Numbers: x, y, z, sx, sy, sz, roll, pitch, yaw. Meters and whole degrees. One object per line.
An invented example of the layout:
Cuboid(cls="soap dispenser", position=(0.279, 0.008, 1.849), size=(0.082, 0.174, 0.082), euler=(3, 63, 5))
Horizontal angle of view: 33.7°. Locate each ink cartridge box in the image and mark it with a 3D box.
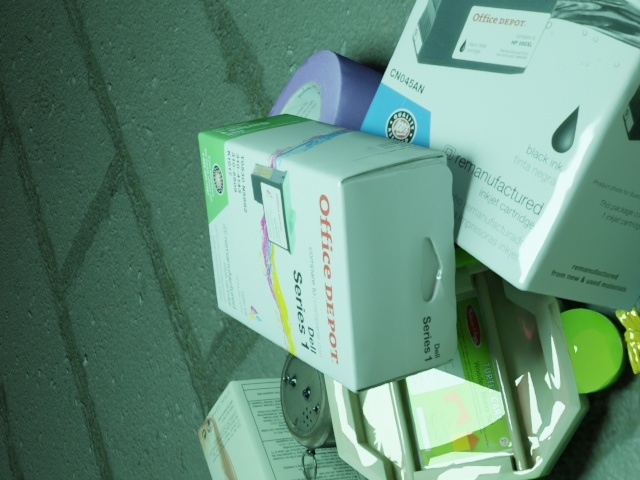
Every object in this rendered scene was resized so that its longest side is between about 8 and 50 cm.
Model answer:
Cuboid(cls="ink cartridge box", position=(0.229, -0.179, 0.968), size=(0.285, 0.166, 0.394), euler=(40, 112, 48))
Cuboid(cls="ink cartridge box", position=(0.000, 0.000, 1.022), size=(0.278, 0.117, 0.201), euler=(23, 123, 55))

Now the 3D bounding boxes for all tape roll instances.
Cuboid(cls="tape roll", position=(-0.006, -0.094, 1.318), size=(0.275, 0.090, 0.274), euler=(-50, 28, 39))

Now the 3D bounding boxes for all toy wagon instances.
Cuboid(cls="toy wagon", position=(0.167, 0.139, 1.072), size=(0.344, 0.068, 0.267), euler=(-17, 76, 24))

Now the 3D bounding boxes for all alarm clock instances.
Cuboid(cls="alarm clock", position=(-0.003, 0.197, 1.246), size=(0.129, 0.064, 0.192), euler=(32, 118, 57))

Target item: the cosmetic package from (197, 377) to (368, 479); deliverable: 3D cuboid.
Cuboid(cls="cosmetic package", position=(-0.030, 0.328, 1.332), size=(0.129, 0.153, 0.296), euler=(-57, 43, 38))
